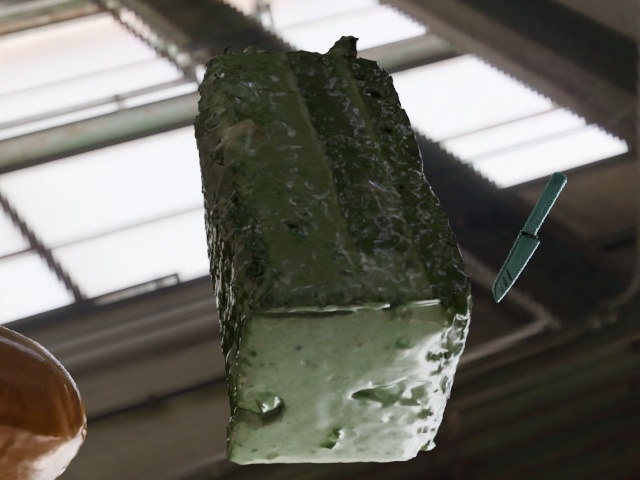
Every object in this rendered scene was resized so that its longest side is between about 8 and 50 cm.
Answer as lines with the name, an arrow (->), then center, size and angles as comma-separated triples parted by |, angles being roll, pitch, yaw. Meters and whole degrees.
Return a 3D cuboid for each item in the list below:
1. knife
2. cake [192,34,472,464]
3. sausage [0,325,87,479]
knife -> 0.130, -0.001, 1.095 | 0.091, 0.014, 0.005 | -62, 177, 12
cake -> -0.004, 0.000, 0.807 | 0.235, 0.100, 0.099 | -105, -161, -54
sausage -> -0.257, 0.068, 0.938 | 0.105, 0.274, 0.105 | -43, -142, 46
